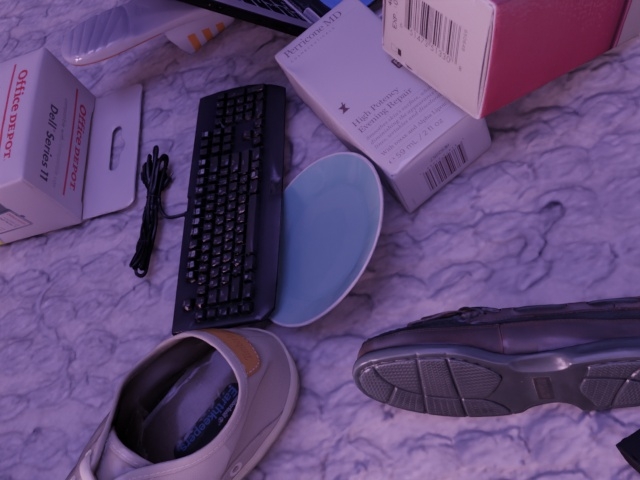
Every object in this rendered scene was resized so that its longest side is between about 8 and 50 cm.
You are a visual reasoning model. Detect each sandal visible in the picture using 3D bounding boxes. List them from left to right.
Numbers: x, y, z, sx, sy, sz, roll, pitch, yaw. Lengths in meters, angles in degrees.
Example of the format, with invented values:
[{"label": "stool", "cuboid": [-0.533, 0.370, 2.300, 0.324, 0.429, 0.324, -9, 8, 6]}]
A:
[{"label": "sandal", "cuboid": [-0.202, -0.276, 1.019, 0.265, 0.076, 0.102, -27, 52, -9]}]

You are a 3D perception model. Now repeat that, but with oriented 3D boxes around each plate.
[{"label": "plate", "cuboid": [0.000, 0.000, 0.792, 0.188, 0.024, 0.188, -28, 48, 37]}]

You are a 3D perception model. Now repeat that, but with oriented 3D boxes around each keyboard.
[{"label": "keyboard", "cuboid": [-0.134, -0.039, 0.885, 0.201, 0.033, 0.317, -14, 55, 22]}]

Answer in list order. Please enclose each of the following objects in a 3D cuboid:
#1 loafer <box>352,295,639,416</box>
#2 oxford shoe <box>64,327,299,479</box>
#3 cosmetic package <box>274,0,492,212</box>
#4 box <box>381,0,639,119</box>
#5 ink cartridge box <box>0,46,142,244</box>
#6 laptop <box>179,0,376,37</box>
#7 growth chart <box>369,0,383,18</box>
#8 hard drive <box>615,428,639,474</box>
[{"label": "loafer", "cuboid": [0.163, 0.095, 0.675, 0.267, 0.096, 0.084, -3, 43, 15]}, {"label": "oxford shoe", "cuboid": [-0.189, 0.257, 0.711, 0.169, 0.130, 0.449, 31, 81, 31]}, {"label": "cosmetic package", "cuboid": [0.062, -0.150, 0.838, 0.117, 0.085, 0.231, -40, 57, -2]}, {"label": "box", "cuboid": [0.193, -0.242, 0.754, 0.232, 0.127, 0.148, -30, 54, -21]}, {"label": "ink cartridge box", "cuboid": [-0.411, -0.110, 1.003, 0.353, 0.119, 0.207, -14, 59, 17]}, {"label": "laptop", "cuboid": [-0.082, -0.434, 0.924, 0.382, 0.408, 0.236, 48, 119, 31]}, {"label": "growth chart", "cuboid": [0.056, -0.357, 0.987, 0.172, 0.021, 0.237, -19, 58, 14]}, {"label": "hard drive", "cuboid": [0.293, 0.133, 0.584, 0.135, 0.094, 0.022, -35, 88, 4]}]
